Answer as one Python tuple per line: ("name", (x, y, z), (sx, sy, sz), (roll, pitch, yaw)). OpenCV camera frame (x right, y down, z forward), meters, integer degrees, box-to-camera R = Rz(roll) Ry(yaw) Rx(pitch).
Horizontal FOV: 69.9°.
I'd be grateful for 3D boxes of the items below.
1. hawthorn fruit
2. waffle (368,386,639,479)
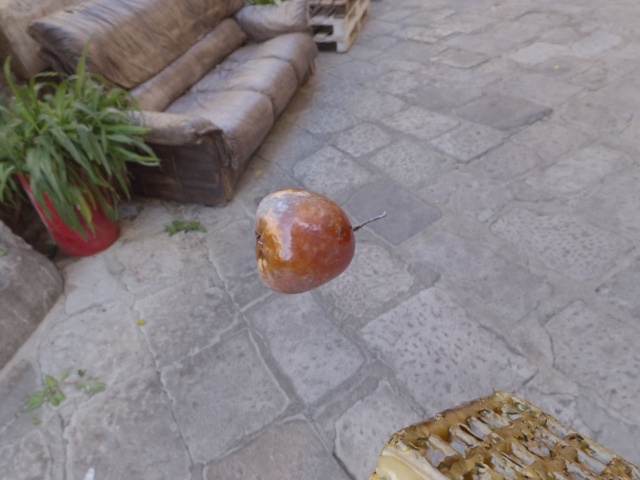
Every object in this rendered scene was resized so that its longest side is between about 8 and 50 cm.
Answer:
("hawthorn fruit", (-0.036, 0.012, 1.008), (0.263, 0.235, 0.231), (31, 38, -12))
("waffle", (0.200, 0.245, 0.431), (0.213, 0.091, 0.308), (26, 11, 40))
